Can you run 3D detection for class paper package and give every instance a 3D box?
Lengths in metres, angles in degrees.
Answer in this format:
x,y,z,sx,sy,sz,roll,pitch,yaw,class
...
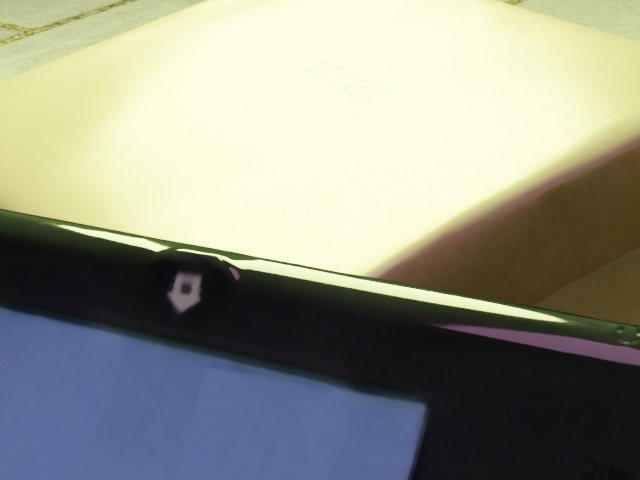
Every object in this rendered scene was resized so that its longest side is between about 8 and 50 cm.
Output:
x,y,z,sx,sy,sz,roll,pitch,yaw,class
0.000,0.000,0.612,0.309,0.168,0.325,-26,35,-26,paper package

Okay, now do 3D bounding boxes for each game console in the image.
x,y,z,sx,sy,sz,roll,pitch,yaw,class
-0.077,0.164,0.353,0.386,0.342,0.060,10,-9,26,game console
